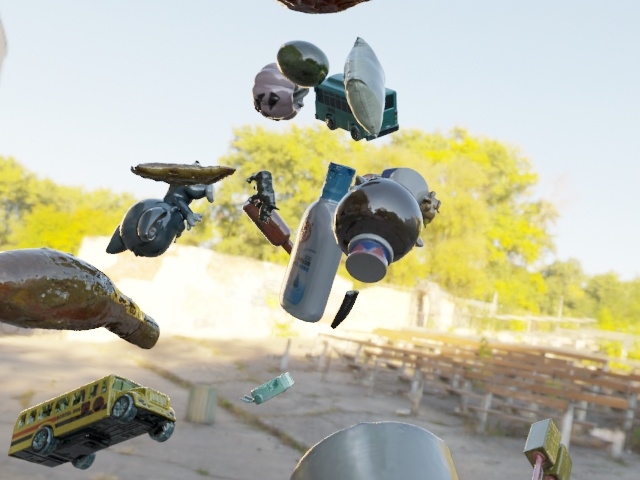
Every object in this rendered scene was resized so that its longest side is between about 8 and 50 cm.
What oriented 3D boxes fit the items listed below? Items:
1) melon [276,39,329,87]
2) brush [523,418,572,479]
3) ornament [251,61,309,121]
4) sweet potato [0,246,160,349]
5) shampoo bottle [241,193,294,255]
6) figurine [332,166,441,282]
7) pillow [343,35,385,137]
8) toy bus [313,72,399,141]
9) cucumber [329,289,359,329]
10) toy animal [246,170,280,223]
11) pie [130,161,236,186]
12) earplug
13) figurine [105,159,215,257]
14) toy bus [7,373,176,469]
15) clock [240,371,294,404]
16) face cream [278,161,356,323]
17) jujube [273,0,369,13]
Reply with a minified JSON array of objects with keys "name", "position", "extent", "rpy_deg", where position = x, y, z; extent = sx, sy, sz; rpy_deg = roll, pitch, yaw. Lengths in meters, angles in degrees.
[{"name":"melon","position":[-0.044,-0.456,1.820],"extent":[0.167,0.114,0.114],"rpy_deg":[36,10,35]},{"name":"brush","position":[0.411,0.435,1.299],"extent":[0.047,0.103,0.233],"rpy_deg":[-25,5,31]},{"name":"ornament","position":[-0.118,-0.448,2.137],"extent":[0.178,0.177,0.177],"rpy_deg":[10,-6,1]},{"name":"sweet potato","position":[-0.328,0.082,0.970],"extent":[0.109,0.109,0.385],"rpy_deg":[7,-12,24]},{"name":"shampoo bottle","position":[-0.148,-0.039,2.258],"extent":[0.244,0.085,0.085],"rpy_deg":[51,-20,-15]},{"name":"figurine","position":[0.099,-0.032,1.181],"extent":[0.161,0.158,0.275],"rpy_deg":[44,26,2]},{"name":"pillow","position":[0.103,-0.343,1.561],"extent":[0.078,0.254,0.144],"rpy_deg":[-23,-60,21]},{"name":"toy bus","position":[0.095,-0.381,1.986],"extent":[0.128,0.147,0.256],"rpy_deg":[-23,35,-29]},{"name":"cucumber","position":[0.063,0.177,1.804],"extent":[0.034,0.134,0.033],"rpy_deg":[36,33,26]},{"name":"toy animal","position":[-0.128,-0.097,1.593],"extent":[0.065,0.135,0.047],"rpy_deg":[-27,-36,27]},{"name":"pie","position":[-0.232,-0.111,1.183],"extent":[0.170,0.034,0.092],"rpy_deg":[2,-13,-15]},{"name":"earplug","position":[0.114,0.545,1.147],"extent":[0.313,0.312,0.394],"rpy_deg":[12,31,-15]},{"name":"figurine","position":[-0.318,-0.070,1.484],"extent":[0.140,0.265,0.193],"rpy_deg":[34,-21,-34]},{"name":"toy bus","position":[-0.427,0.340,1.325],"extent":[0.336,0.123,0.121],"rpy_deg":[-25,-42,23]},{"name":"clock","position":[-0.138,0.387,1.814],"extent":[0.135,0.041,0.101],"rpy_deg":[-28,-6,5]},{"name":"face cream","position":[0.000,0.000,1.506],"extent":[0.080,0.336,0.163],"rpy_deg":[14,8,-27]},{"name":"jujube","position":[0.019,-0.558,1.436],"extent":[0.290,0.197,0.197],"rpy_deg":[-1,-7,2]}]
